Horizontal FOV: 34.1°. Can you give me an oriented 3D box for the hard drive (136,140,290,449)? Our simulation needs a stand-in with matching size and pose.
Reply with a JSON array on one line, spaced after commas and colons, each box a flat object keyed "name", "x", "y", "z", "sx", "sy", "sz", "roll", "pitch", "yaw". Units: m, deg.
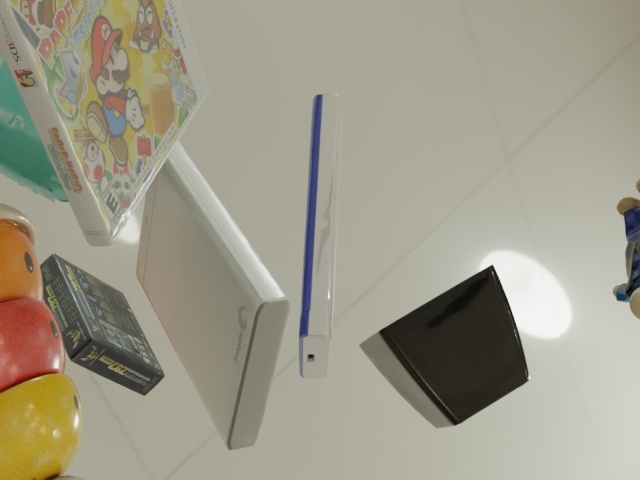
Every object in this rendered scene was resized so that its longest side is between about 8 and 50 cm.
[{"name": "hard drive", "x": -0.151, "y": 0.061, "z": 1.335, "sx": 0.353, "sy": 0.047, "sz": 0.233, "roll": 52, "pitch": -42, "yaw": 44}]

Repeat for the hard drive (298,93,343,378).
[{"name": "hard drive", "x": 0.000, "y": 0.000, "z": 1.363, "sx": 0.040, "sy": 0.318, "sz": 0.210, "roll": 3, "pitch": -21, "yaw": 0}]

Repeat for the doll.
[{"name": "doll", "x": 0.351, "y": 0.017, "z": 1.122, "sx": 0.046, "sy": 0.189, "sz": 0.129, "roll": 24, "pitch": -48, "yaw": -9}]

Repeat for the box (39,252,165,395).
[{"name": "box", "x": -0.380, "y": 0.143, "z": 1.781, "sx": 0.183, "sy": 0.059, "sz": 0.232, "roll": 39, "pitch": 9, "yaw": -48}]

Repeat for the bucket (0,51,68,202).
[{"name": "bucket", "x": -0.387, "y": -0.209, "z": 1.428, "sx": 0.183, "sy": 0.281, "sz": 0.281, "roll": 26, "pitch": -16, "yaw": -35}]

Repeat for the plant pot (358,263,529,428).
[{"name": "plant pot", "x": 0.186, "y": 0.164, "z": 1.480, "sx": 0.167, "sy": 0.188, "sz": 0.187, "roll": 60, "pitch": -12, "yaw": 8}]

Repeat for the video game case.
[{"name": "video game case", "x": -0.157, "y": -0.144, "z": 0.793, "sx": 0.026, "sy": 0.227, "sz": 0.206, "roll": -1, "pitch": -52, "yaw": 20}]

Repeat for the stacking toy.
[{"name": "stacking toy", "x": -0.422, "y": 0.221, "z": 1.340, "sx": 0.480, "sy": 0.350, "sz": 0.350, "roll": 53, "pitch": -29, "yaw": 12}]
